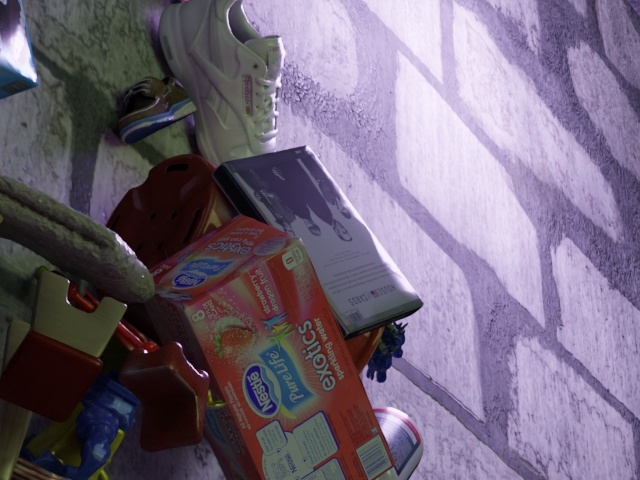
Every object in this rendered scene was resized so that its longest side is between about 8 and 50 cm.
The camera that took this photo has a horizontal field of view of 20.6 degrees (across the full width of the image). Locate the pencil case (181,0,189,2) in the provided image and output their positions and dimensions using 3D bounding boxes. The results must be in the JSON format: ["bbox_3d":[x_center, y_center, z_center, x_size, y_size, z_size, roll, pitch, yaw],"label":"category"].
[{"bbox_3d":[-0.215,-0.427,2.348,0.284,0.124,0.124,42,37,-39],"label":"pencil case"}]

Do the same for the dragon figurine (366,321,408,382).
[{"bbox_3d":[0.030,0.053,2.372,0.085,0.144,0.289,-50,132,-62],"label":"dragon figurine"}]

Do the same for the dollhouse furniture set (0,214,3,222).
[{"bbox_3d":[-0.368,0.010,1.679,0.101,0.161,0.182,-59,148,-20],"label":"dollhouse furniture set"}]

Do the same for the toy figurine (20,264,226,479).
[{"bbox_3d":[-0.267,0.172,1.812,0.191,0.217,0.362,41,-9,-18],"label":"toy figurine"}]

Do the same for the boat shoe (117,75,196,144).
[{"bbox_3d":[-0.218,-0.168,2.218,0.066,0.066,0.183,61,18,-4],"label":"boat shoe"}]

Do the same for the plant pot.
[{"bbox_3d":[-0.105,0.049,2.068,0.265,0.272,0.272,35,41,-34],"label":"plant pot"}]

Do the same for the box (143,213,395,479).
[{"bbox_3d":[-0.060,0.144,1.894,0.154,0.142,0.300,-32,115,-20],"label":"box"}]

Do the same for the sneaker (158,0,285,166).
[{"bbox_3d":[-0.103,-0.188,2.337,0.305,0.152,0.114,66,25,-6],"label":"sneaker"}]

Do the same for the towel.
[{"bbox_3d":[-0.301,-0.027,1.746,0.049,0.282,0.187,-60,168,-9],"label":"towel"}]

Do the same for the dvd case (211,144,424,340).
[{"bbox_3d":[0.000,0.000,1.994,0.239,0.029,0.179,54,31,12],"label":"dvd case"}]

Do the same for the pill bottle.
[{"bbox_3d":[0.061,0.302,2.323,0.108,0.108,0.180,63,27,-10],"label":"pill bottle"}]

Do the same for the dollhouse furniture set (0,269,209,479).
[{"bbox_3d":[-0.223,0.212,1.534,0.201,0.374,0.152,23,51,-13],"label":"dollhouse furniture set"}]

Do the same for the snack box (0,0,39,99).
[{"bbox_3d":[-0.409,-0.332,1.953,0.187,0.060,0.322,26,48,-67],"label":"snack box"}]
